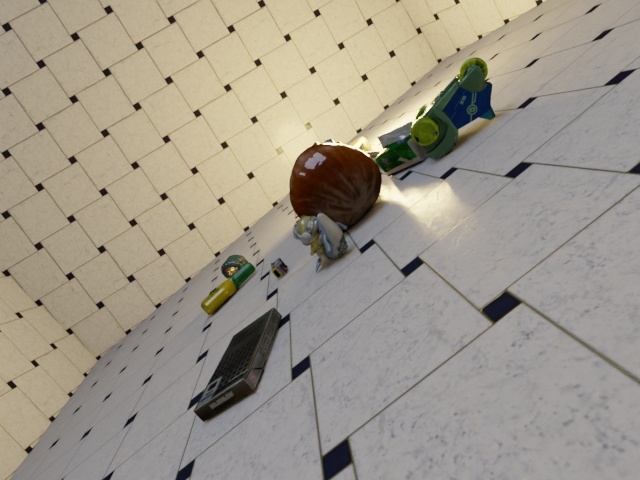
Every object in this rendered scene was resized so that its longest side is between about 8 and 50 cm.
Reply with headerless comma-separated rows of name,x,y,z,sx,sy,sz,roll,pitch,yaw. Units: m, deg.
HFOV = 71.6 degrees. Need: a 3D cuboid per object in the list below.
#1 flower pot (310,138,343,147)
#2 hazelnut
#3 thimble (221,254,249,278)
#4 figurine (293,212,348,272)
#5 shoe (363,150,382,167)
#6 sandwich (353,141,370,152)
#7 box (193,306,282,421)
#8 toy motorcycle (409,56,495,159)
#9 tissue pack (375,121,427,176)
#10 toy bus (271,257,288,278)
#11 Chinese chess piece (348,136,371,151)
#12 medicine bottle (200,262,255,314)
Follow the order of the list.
flower pot,0.040,-0.375,2.340,0.283,0.299,0.299,-46,11,16
hazelnut,0.049,-0.194,1.653,0.372,0.315,0.373,-23,53,34
thimble,-0.440,0.141,2.290,0.135,0.119,0.090,-14,30,29
figurine,0.000,0.000,1.415,0.128,0.183,0.209,-52,-26,-44
shoe,0.249,-0.374,2.112,0.088,0.093,0.180,-5,4,25
sandwich,0.189,-0.421,2.370,0.144,0.117,0.187,-35,16,34
box,-0.212,0.321,1.200,0.180,0.047,0.325,-36,14,19
toy motorcycle,0.466,-0.436,1.504,0.326,0.199,0.191,-45,9,34
tissue pack,0.323,-0.372,1.741,0.148,0.156,0.209,-50,17,-27
toy bus,-0.165,0.110,1.760,0.058,0.052,0.102,-39,15,1
Chinese chess piece,0.190,-0.523,2.728,0.273,0.102,0.273,-39,13,11
medicine bottle,-0.433,0.221,2.091,0.309,0.076,0.111,-45,16,-18
